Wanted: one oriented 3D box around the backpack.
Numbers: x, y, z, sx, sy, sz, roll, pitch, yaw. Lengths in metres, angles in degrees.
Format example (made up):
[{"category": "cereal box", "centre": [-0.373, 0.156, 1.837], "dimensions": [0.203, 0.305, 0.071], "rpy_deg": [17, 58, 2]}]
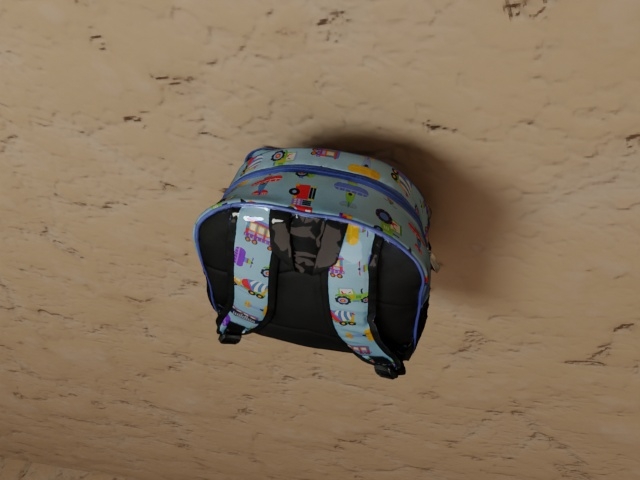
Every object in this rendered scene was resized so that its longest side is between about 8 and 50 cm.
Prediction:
[{"category": "backpack", "centre": [0.000, 0.000, 0.508], "dimensions": [0.158, 0.116, 0.173], "rpy_deg": [11, 151, 8]}]
